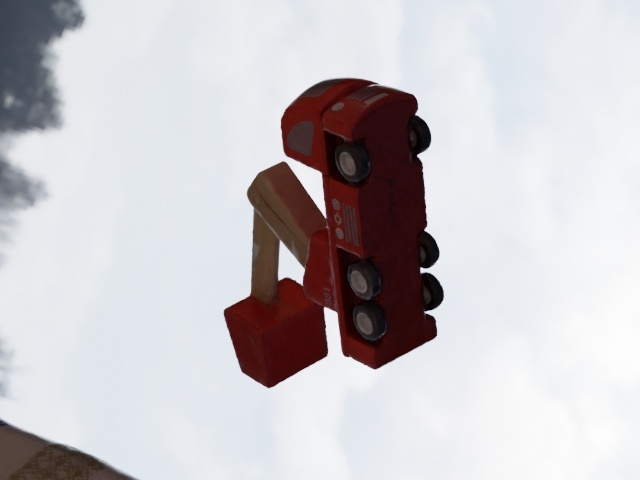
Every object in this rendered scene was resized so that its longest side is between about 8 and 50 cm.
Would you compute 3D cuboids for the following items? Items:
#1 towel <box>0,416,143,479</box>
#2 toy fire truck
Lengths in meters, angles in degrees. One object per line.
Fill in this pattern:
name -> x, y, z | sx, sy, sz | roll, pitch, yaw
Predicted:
towel -> -0.166, 0.120, 0.482 | 0.285, 0.034, 0.209 | 14, -137, 40
toy fire truck -> 0.000, 0.000, 0.841 | 0.135, 0.047, 0.192 | 25, -49, 45
